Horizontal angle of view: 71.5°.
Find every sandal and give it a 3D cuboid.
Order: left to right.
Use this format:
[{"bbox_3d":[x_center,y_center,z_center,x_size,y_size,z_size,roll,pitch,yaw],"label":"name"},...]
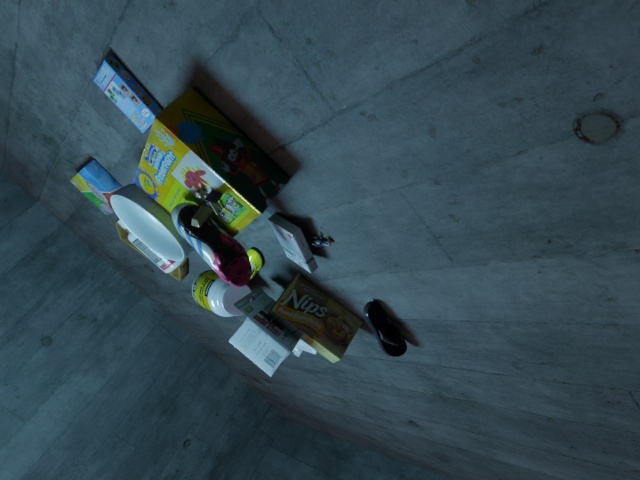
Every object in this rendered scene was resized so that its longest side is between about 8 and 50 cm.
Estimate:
[{"bbox_3d":[0.233,0.320,1.553,0.054,0.097,0.254,-5,130,49],"label":"sandal"}]

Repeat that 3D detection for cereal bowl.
[{"bbox_3d":[-0.603,-0.085,1.665,0.339,0.141,0.339,26,148,18],"label":"cereal bowl"}]

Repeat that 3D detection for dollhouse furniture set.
[{"bbox_3d":[-0.321,-0.073,1.235,0.091,0.114,0.081,15,148,26],"label":"dollhouse furniture set"}]

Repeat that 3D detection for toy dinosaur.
[{"bbox_3d":[0.000,0.000,1.424,0.082,0.047,0.090,17,179,14],"label":"toy dinosaur"}]

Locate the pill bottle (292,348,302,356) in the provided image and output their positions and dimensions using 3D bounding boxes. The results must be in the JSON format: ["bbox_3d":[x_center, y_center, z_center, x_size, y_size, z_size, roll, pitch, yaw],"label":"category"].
[{"bbox_3d":[-0.169,0.474,2.167,0.208,0.117,0.117,34,150,5],"label":"pill bottle"}]

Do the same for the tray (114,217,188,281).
[{"bbox_3d":[-0.882,0.042,2.342,0.411,0.076,0.203,36,151,3],"label":"tray"}]

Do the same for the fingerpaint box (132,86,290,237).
[{"bbox_3d":[-0.355,-0.189,1.378,0.371,0.163,0.445,42,149,-12],"label":"fingerpaint box"}]

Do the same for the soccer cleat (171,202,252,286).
[{"bbox_3d":[-0.336,0.007,1.388,0.143,0.116,0.331,19,148,55],"label":"soccer cleat"}]

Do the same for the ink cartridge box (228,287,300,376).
[{"bbox_3d":[-0.217,0.340,1.723,0.272,0.130,0.309,39,-170,5],"label":"ink cartridge box"}]

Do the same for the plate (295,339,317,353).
[{"bbox_3d":[-0.136,0.407,1.994,0.278,0.045,0.277,17,149,7],"label":"plate"}]

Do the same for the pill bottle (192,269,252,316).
[{"bbox_3d":[-0.439,0.238,1.999,0.188,0.188,0.334,51,156,-25],"label":"pill bottle"}]

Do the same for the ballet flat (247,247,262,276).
[{"bbox_3d":[-0.290,0.113,1.823,0.077,0.077,0.231,35,150,3],"label":"ballet flat"}]

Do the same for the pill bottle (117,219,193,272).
[{"bbox_3d":[-0.754,-0.016,2.022,0.318,0.176,0.176,48,148,-20],"label":"pill bottle"}]

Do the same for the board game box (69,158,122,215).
[{"bbox_3d":[-1.045,-0.243,2.114,0.316,0.064,0.242,-8,129,51],"label":"board game box"}]

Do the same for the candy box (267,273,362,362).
[{"bbox_3d":[-0.019,0.295,1.692,0.316,0.183,0.087,37,149,-1],"label":"candy box"}]

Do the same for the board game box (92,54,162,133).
[{"bbox_3d":[-0.600,-0.450,1.389,0.160,0.039,0.211,-9,127,51],"label":"board game box"}]

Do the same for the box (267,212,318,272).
[{"bbox_3d":[-0.091,0.010,1.475,0.145,0.038,0.186,31,155,44],"label":"box"}]
